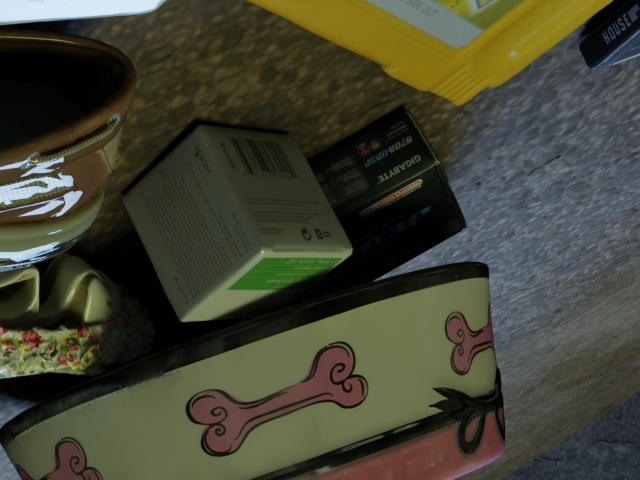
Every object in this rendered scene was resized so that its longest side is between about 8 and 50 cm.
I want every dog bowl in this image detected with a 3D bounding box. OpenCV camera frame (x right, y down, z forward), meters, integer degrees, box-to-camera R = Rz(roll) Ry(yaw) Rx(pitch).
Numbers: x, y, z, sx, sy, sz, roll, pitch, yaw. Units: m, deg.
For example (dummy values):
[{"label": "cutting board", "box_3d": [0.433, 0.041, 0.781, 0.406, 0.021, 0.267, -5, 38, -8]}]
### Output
[{"label": "dog bowl", "box_3d": [-0.036, 0.155, 1.066, 0.407, 0.150, 0.408, -19, 171, -3]}]

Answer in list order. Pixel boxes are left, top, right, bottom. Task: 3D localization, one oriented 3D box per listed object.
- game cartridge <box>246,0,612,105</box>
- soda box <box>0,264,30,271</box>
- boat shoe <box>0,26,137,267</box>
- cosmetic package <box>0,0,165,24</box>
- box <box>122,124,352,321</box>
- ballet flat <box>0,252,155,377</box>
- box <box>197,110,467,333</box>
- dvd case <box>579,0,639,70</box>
[{"label": "game cartridge", "box_3d": [0.124, -0.198, 0.765, 0.285, 0.053, 0.323, -37, 157, 21]}, {"label": "soda box", "box_3d": [-0.239, -0.009, 0.725, 0.183, 0.063, 0.058, -12, 153, -37]}, {"label": "boat shoe", "box_3d": [-0.218, -0.050, 0.610, 0.324, 0.123, 0.120, -15, 151, -50]}, {"label": "cosmetic package", "box_3d": [-0.116, -0.150, 0.325, 0.183, 0.152, 0.151, -11, 163, -30]}, {"label": "box", "box_3d": [-0.055, -0.010, 0.897, 0.087, 0.102, 0.101, -39, 158, 30]}, {"label": "ballet flat", "box_3d": [-0.190, 0.048, 0.898, 0.241, 0.091, 0.077, -5, 126, -53]}, {"label": "box", "box_3d": [0.000, 0.000, 1.056, 0.220, 0.051, 0.175, -29, 160, 3]}, {"label": "dvd case", "box_3d": [0.327, -0.201, 0.983, 0.238, 0.030, 0.179, -22, 172, -20]}]
